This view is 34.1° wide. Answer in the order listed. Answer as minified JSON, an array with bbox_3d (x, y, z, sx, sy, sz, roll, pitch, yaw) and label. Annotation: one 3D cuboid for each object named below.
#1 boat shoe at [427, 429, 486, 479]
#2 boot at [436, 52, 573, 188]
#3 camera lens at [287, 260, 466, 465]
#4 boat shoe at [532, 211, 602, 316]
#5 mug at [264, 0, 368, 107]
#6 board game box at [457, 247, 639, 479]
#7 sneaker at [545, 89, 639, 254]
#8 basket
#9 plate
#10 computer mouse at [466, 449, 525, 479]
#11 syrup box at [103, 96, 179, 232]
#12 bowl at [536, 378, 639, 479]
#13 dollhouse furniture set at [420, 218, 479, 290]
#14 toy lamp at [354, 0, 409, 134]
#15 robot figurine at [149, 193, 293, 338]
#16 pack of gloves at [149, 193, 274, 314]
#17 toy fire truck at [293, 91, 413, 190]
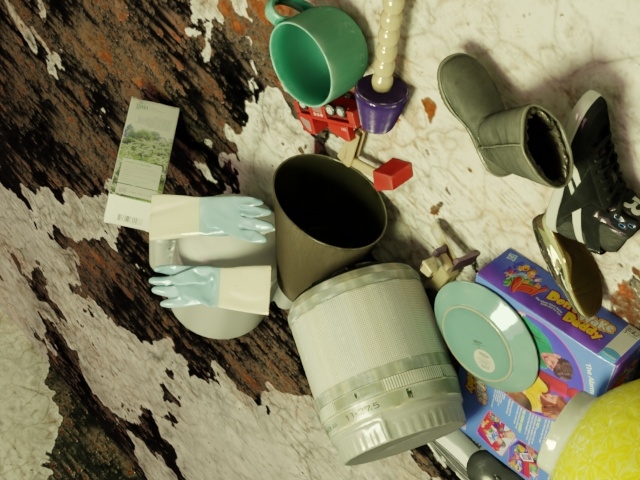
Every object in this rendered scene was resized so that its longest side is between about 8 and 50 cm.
[{"bbox_3d":[0.212,0.312,1.753,0.301,0.108,0.102,44,147,4],"label":"boat shoe"},{"bbox_3d":[0.217,-0.148,1.254,0.189,0.076,0.208,57,-177,-6],"label":"boot"},{"bbox_3d":[0.085,0.183,1.609,0.219,0.219,0.274,-51,54,58],"label":"camera lens"},{"bbox_3d":[0.326,0.030,1.383,0.049,0.056,0.152,-14,98,62],"label":"boat shoe"},{"bbox_3d":[0.001,-0.281,1.489,0.129,0.097,0.157,14,129,48],"label":"mug"},{"bbox_3d":[0.319,0.209,1.529,0.233,0.078,0.347,36,143,30],"label":"board game box"},{"bbox_3d":[0.347,-0.074,1.244,0.121,0.079,0.217,30,145,26],"label":"sneaker"},{"bbox_3d":[0.000,0.000,1.708,0.204,0.154,0.227,43,150,19],"label":"basket"},{"bbox_3d":[0.229,0.143,1.492,0.188,0.024,0.188,34,142,32],"label":"plate"},{"bbox_3d":[0.321,0.412,1.613,0.242,0.071,0.041,38,174,27],"label":"computer mouse"},{"bbox_3d":[-0.331,-0.143,1.935,0.093,0.236,0.096,13,144,-11],"label":"syrup box"},{"bbox_3d":[0.368,0.276,1.311,0.156,0.289,0.289,31,141,26],"label":"bowl"},{"bbox_3d":[0.165,0.026,1.580,0.081,0.091,0.114,62,155,20],"label":"dollhouse furniture set"},{"bbox_3d":[0.092,-0.261,1.407,0.080,0.080,0.274,39,144,26],"label":"toy lamp"},{"bbox_3d":[-0.175,0.049,1.932,0.300,0.199,0.353,14,145,-7],"label":"robot figurine"},{"bbox_3d":[-0.180,0.022,1.773,0.232,0.046,0.195,2,89,20],"label":"pack of gloves"},{"bbox_3d":[0.047,-0.155,1.592,0.192,0.047,0.135,19,134,45],"label":"toy fire truck"}]
